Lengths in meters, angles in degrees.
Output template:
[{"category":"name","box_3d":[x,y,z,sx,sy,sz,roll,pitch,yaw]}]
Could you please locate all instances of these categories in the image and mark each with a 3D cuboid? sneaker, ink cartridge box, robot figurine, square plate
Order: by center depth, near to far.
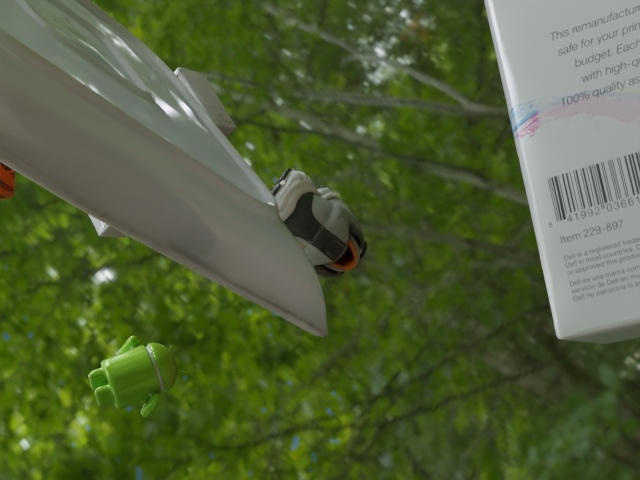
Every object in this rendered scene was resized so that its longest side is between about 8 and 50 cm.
[{"category":"ink cartridge box","box_3d":[0.176,-0.068,0.614,0.154,0.212,0.093,-17,-13,25]},{"category":"square plate","box_3d":[-0.164,-0.113,0.760,0.049,0.344,0.347,-48,-47,9]},{"category":"sneaker","box_3d":[0.000,0.000,1.360,0.100,0.108,0.271,-53,-10,3]},{"category":"robot figurine","box_3d":[-0.232,0.170,1.596,0.115,0.101,0.067,-20,-30,-15]}]

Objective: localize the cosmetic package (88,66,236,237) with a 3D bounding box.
[{"category":"cosmetic package","box_3d":[-0.225,-0.114,1.689,0.239,0.099,0.060,-41,-22,25]}]

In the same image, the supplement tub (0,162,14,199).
[{"category":"supplement tub","box_3d":[-0.538,-0.115,1.475,0.338,0.207,0.207,-6,-56,-17]}]
